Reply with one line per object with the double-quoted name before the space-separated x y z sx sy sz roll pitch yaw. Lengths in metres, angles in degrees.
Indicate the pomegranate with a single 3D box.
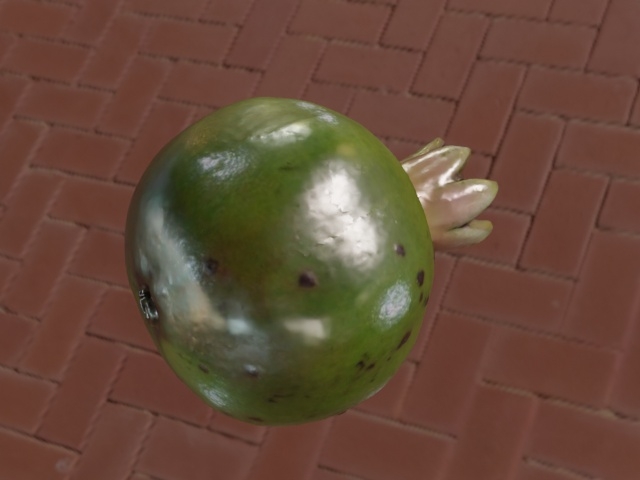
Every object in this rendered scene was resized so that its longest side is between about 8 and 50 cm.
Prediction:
"pomegranate" 0.001 0.002 0.650 0.225 0.187 0.187 -24 53 -28
